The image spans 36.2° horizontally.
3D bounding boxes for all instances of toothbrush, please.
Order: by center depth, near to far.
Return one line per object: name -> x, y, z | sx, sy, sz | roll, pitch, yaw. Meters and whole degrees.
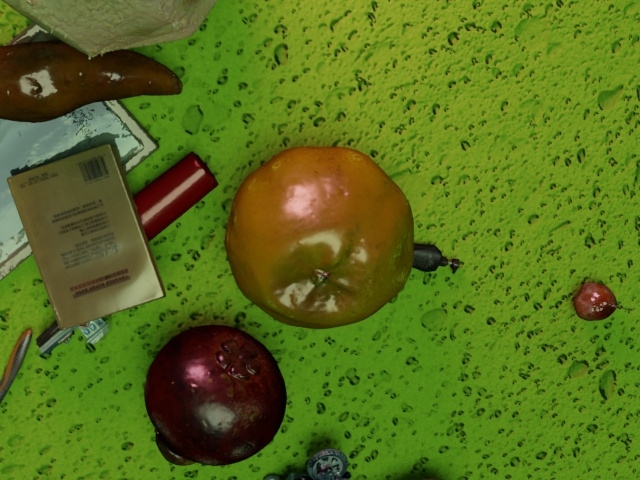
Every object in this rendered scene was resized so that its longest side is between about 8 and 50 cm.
toothbrush -> -0.511, 0.271, 1.496 | 0.031, 0.023, 0.321 | 21, 103, -25

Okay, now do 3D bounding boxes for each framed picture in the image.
framed picture -> -0.435, -0.118, 1.390 | 0.335, 0.022, 0.247 | -39, 111, 2

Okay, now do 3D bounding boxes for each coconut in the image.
coconut -> -0.258, -0.379, 1.208 | 0.298, 0.309, 0.297 | -3, 82, 21

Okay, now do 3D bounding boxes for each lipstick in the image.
lipstick -> -0.276, -0.021, 1.429 | 0.280, 0.073, 0.073 | -37, 111, 2

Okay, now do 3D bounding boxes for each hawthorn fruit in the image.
hawthorn fruit -> 0.465, 0.106, 1.609 | 0.067, 0.103, 0.066 | -6, 103, -28

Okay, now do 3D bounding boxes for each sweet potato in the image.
sweet potato -> -0.369, -0.214, 1.308 | 0.359, 0.112, 0.112 | -11, 109, -6

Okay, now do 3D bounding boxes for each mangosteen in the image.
mangosteen -> -0.170, 0.250, 1.480 | 0.215, 0.215, 0.257 | 20, 133, -17

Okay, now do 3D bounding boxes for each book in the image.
book -> -0.328, -0.005, 1.382 | 0.161, 0.026, 0.230 | -18, 94, 2

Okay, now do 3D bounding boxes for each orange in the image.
orange -> 0.000, 0.000, 1.407 | 0.279, 0.235, 0.279 | -1, 109, -4

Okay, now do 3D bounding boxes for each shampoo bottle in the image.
shampoo bottle -> 0.156, 0.025, 1.557 | 0.137, 0.027, 0.048 | 11, 118, -15

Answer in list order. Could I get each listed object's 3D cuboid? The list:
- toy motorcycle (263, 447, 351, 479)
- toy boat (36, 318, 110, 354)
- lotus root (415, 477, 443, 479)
toy motorcycle -> -0.029, 0.446, 1.620 | 0.135, 0.092, 0.254 | 37, 106, -29
toy boat -> -0.358, 0.129, 1.462 | 0.140, 0.059, 0.066 | -40, 98, 1
lotus root -> 0.101, 0.529, 1.637 | 0.343, 0.151, 0.169 | -31, 110, -4
